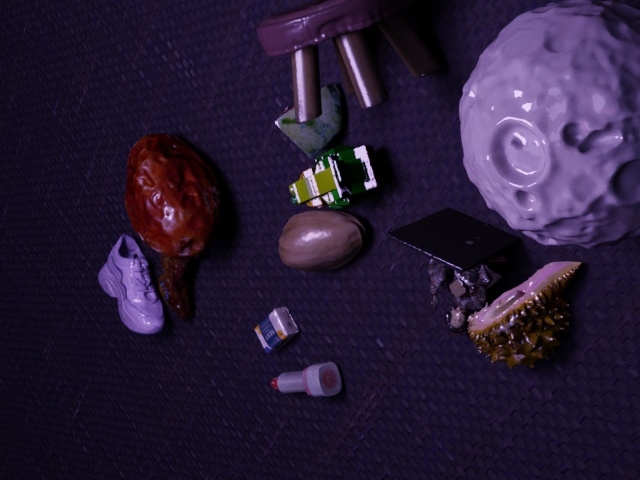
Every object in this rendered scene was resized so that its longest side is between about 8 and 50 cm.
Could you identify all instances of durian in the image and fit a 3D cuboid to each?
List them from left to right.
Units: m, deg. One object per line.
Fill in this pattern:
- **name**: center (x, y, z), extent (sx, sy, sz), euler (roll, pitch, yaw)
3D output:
- **durian**: center (0.322, 0.116, 1.628), extent (0.140, 0.078, 0.224), euler (41, 117, 9)

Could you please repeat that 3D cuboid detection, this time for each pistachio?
- **pistachio**: center (0.000, 0.000, 1.929), extent (0.185, 0.108, 0.126), euler (-21, 108, 38)

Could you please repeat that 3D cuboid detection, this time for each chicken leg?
- **chicken leg**: center (-0.303, 0.066, 2.278), extent (0.105, 0.063, 0.233), euler (38, 126, 38)

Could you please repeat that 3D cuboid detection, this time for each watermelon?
- **watermelon**: center (-0.036, -0.200, 1.917), extent (0.158, 0.121, 0.098), euler (-15, 110, 50)

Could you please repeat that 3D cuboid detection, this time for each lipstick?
- **lipstick**: center (-0.037, 0.274, 2.068), extent (0.186, 0.057, 0.063), euler (-13, 90, 51)

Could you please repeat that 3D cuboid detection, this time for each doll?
- **doll**: center (0.026, -0.105, 1.854), extent (0.186, 0.134, 0.106), euler (-21, 86, 52)

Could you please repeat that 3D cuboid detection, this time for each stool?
- **stool**: center (0.048, -0.317, 1.713), extent (0.272, 0.272, 0.178), euler (-6, 111, 46)

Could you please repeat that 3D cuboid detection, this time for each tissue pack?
- **tissue pack**: center (-0.088, 0.177, 2.100), extent (0.083, 0.042, 0.062), euler (-43, 67, 41)

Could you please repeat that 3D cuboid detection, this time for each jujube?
- **jujube**: center (-0.303, -0.090, 2.153), extent (0.197, 0.197, 0.290), euler (-59, 44, 36)

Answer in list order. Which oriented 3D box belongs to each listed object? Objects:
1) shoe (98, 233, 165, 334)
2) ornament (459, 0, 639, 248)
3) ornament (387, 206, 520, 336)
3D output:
- **shoe**: center (-0.410, 0.100, 2.369), extent (0.245, 0.095, 0.137), euler (48, 132, 34)
- **ornament**: center (0.343, -0.153, 1.400), extent (0.337, 0.337, 0.337), euler (13, 108, 43)
- **ornament**: center (0.215, 0.078, 1.716), extent (0.166, 0.153, 0.196), euler (27, 128, 38)
